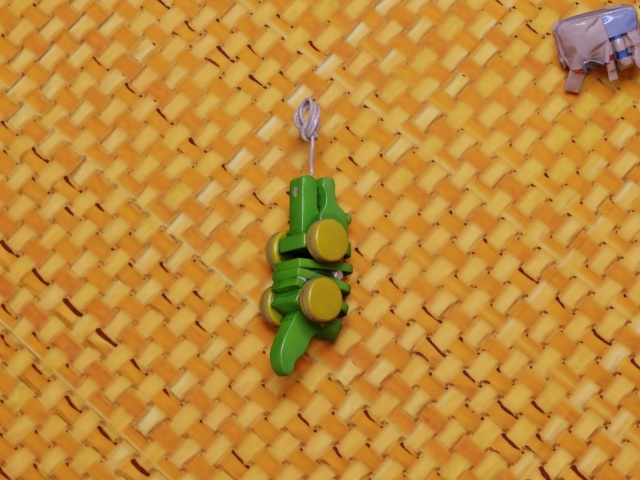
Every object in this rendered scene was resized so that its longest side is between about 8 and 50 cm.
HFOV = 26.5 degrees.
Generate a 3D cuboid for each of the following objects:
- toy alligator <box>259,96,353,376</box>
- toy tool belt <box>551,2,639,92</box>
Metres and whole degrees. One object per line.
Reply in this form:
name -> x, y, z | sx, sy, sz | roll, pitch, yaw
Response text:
toy alligator -> 0.000, 0.000, 0.902 | 0.051, 0.056, 0.190 | 18, 70, -36
toy tool belt -> 0.203, -0.134, 0.931 | 0.083, 0.052, 0.051 | -14, 106, 3
